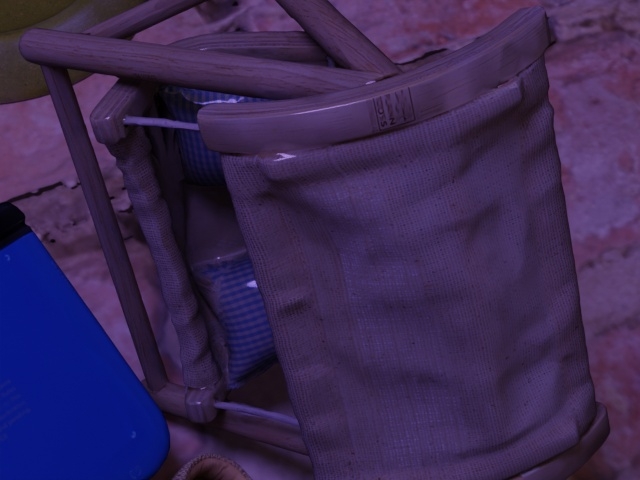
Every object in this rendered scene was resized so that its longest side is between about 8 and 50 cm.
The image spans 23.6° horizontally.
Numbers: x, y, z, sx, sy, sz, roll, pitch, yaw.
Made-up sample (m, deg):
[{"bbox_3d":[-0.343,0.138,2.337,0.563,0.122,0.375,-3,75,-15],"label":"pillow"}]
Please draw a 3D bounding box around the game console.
[{"bbox_3d":[-0.279,0.108,0.845,0.293,0.173,0.250,-36,93,-31],"label":"game console"}]

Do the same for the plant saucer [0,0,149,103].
[{"bbox_3d":[-0.242,-0.200,1.102,0.240,0.037,0.241,3,54,-5],"label":"plant saucer"}]

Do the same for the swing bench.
[{"bbox_3d":[0.000,0.000,0.802,0.165,0.253,0.254,-31,35,-25],"label":"swing bench"}]

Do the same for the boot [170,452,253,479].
[{"bbox_3d":[-0.062,0.252,0.695,0.095,0.203,0.262,14,43,-38],"label":"boot"}]
